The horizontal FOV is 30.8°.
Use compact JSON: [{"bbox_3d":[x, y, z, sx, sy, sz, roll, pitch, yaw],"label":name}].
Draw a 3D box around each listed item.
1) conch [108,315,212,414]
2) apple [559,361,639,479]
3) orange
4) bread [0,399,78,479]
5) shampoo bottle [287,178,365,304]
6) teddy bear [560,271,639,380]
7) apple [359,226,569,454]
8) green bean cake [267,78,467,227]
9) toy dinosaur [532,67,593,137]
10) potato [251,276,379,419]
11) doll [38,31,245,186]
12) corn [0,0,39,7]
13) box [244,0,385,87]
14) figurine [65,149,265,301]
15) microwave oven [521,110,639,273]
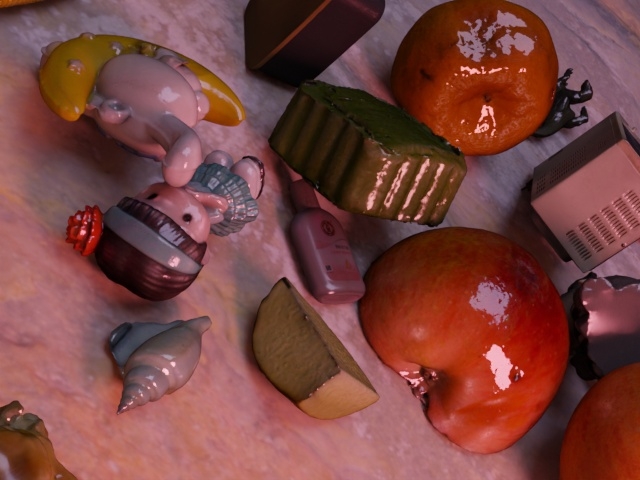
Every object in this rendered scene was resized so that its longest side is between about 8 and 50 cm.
[{"bbox_3d":[-0.169,0.123,1.181,0.180,0.088,0.065,-53,143,-56],"label":"conch"},{"bbox_3d":[0.438,0.277,1.434,0.299,0.299,0.275,26,40,-26],"label":"apple"},{"bbox_3d":[0.230,-0.257,1.723,0.249,0.249,0.183,24,30,-27],"label":"orange"},{"bbox_3d":[-0.258,0.275,0.866,0.238,0.196,0.252,-22,73,-50],"label":"bread"},{"bbox_3d":[0.000,0.000,1.441,0.080,0.040,0.165,1,60,-40],"label":"shampoo bottle"},{"bbox_3d":[0.380,0.135,1.594,0.144,0.251,0.171,-24,84,-6],"label":"teddy bear"},{"bbox_3d":[0.205,0.100,1.456,0.293,0.163,0.251,44,38,-4],"label":"apple"},{"bbox_3d":[0.063,-0.112,1.481,0.200,0.113,0.214,4,29,-47],"label":"green bean cake"},{"bbox_3d":[0.367,-0.234,1.986,0.178,0.087,0.187,-14,46,-9],"label":"toy dinosaur"},{"bbox_3d":[-0.015,0.135,1.317,0.149,0.081,0.120,57,6,35],"label":"potato"},{"bbox_3d":[-0.202,-0.155,1.295,0.252,0.111,0.237,30,23,11],"label":"doll"},{"bbox_3d":[-0.358,-0.307,1.326,0.248,0.081,0.081,-26,78,-50],"label":"corn"},{"bbox_3d":[-0.008,-0.311,1.560,0.090,0.201,0.144,23,45,-33],"label":"box"},{"bbox_3d":[-0.158,-0.026,1.270,0.137,0.110,0.245,18,32,19],"label":"figurine"},{"bbox_3d":[0.413,-0.070,1.729,0.145,0.194,0.240,49,19,-5],"label":"microwave oven"}]
